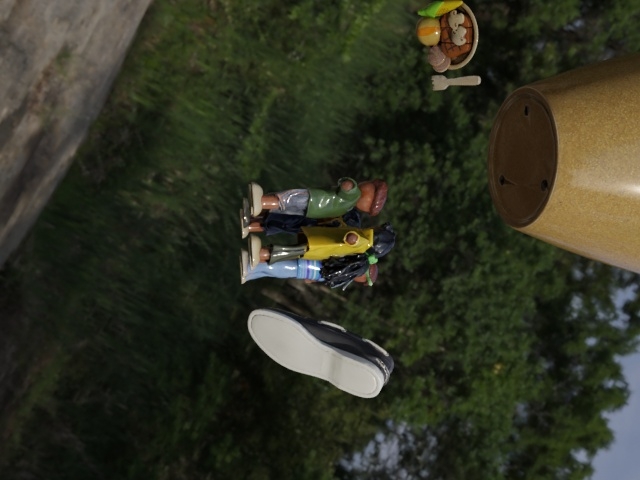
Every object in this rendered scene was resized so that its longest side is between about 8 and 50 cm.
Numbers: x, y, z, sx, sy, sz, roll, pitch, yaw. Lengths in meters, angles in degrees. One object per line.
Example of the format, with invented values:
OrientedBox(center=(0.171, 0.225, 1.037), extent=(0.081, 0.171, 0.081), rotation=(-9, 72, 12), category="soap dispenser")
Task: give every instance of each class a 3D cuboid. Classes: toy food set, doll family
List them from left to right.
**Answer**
OrientedBox(center=(0.000, 0.000, 0.630), extent=(0.193, 0.111, 0.076), rotation=(158, -72, -79), category="doll family")
OrientedBox(center=(0.222, -0.364, 1.517), extent=(0.132, 0.039, 0.192), rotation=(7, -71, 50), category="toy food set")

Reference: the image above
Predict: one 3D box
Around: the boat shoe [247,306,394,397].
OrientedBox(center=(0.000, 0.085, 0.699), extent=(0.038, 0.125, 0.046), rotation=(-42, 147, -53), category="boat shoe")

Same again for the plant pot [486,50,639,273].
OrientedBox(center=(0.284, -0.065, 0.733), extent=(0.237, 0.254, 0.237), rotation=(179, -90, -73), category="plant pot")
